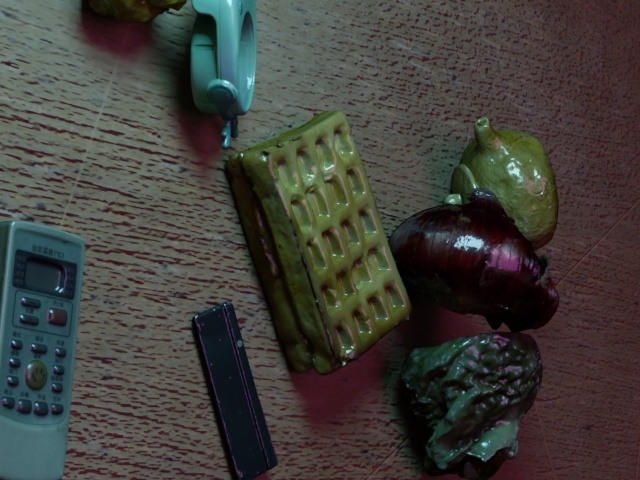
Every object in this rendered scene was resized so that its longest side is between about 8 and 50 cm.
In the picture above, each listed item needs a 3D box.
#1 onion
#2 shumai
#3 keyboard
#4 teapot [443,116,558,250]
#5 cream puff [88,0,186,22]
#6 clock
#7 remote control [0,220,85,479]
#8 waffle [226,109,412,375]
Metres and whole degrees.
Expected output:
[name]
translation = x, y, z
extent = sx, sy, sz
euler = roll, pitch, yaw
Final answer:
[onion]
translation = 0.236, 0.020, 2.127
extent = 0.272, 0.272, 0.195
euler = 27, 82, -47
[shumai]
translation = 0.236, 0.252, 2.158
extent = 0.256, 0.189, 0.218
euler = 12, 73, -51
[keyboard]
translation = -0.113, 0.196, 1.853
extent = 0.072, 0.023, 0.231
euler = -23, 102, -45
[teapot]
translation = 0.276, -0.061, 2.307
extent = 0.203, 0.167, 0.311
euler = -118, -160, -54
[cream puff]
translation = -0.207, -0.331, 1.730
extent = 0.156, 0.121, 0.156
euler = -22, 118, -49
[clock]
translation = -0.123, -0.225, 1.835
extent = 0.159, 0.066, 0.210
euler = -62, 153, -75
[remote control]
translation = -0.318, 0.125, 1.582
extent = 0.123, 0.038, 0.285
euler = 20, 68, -50
[waffle]
translation = 0.000, 0.000, 1.979
extent = 0.224, 0.098, 0.327
euler = -34, 109, -51
